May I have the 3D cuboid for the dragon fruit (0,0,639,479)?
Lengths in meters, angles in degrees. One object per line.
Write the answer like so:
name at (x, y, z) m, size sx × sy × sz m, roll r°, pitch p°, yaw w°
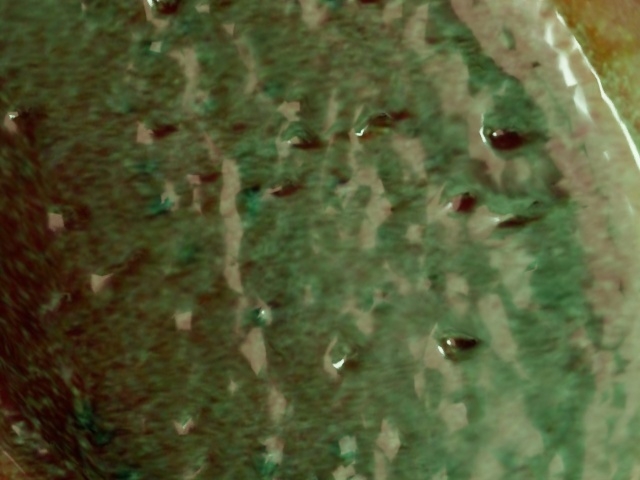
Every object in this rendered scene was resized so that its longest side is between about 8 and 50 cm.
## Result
dragon fruit at (0.000, 0.000, 0.434) m, size 0.268 × 0.130 × 0.295 m, roll -42°, pitch 84°, yaw 26°
